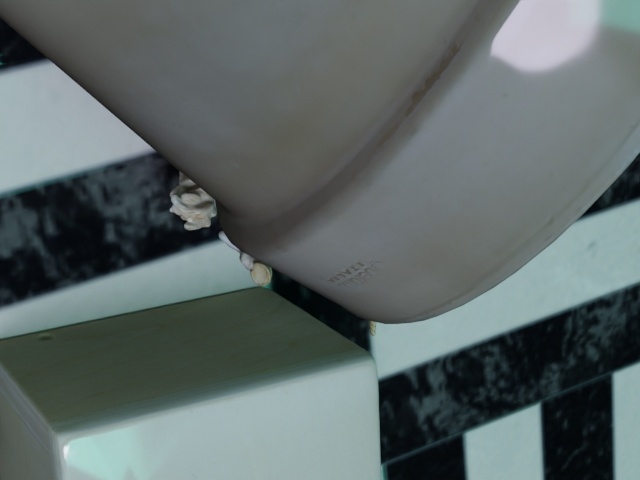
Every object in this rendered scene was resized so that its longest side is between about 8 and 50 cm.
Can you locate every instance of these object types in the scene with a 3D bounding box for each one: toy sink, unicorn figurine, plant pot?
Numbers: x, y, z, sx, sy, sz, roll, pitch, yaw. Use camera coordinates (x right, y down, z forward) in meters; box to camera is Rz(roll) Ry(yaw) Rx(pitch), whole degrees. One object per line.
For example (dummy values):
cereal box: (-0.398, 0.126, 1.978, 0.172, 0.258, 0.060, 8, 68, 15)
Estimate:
toy sink: (-0.065, 0.159, 0.668, 0.152, 0.131, 0.234, -12, 109, -25)
unicorn figurine: (0.000, 0.000, 0.670, 0.162, 0.111, 0.060, 39, 97, -20)
plant pot: (-0.030, -0.170, 0.481, 0.280, 0.323, 0.323, 25, 96, -18)
